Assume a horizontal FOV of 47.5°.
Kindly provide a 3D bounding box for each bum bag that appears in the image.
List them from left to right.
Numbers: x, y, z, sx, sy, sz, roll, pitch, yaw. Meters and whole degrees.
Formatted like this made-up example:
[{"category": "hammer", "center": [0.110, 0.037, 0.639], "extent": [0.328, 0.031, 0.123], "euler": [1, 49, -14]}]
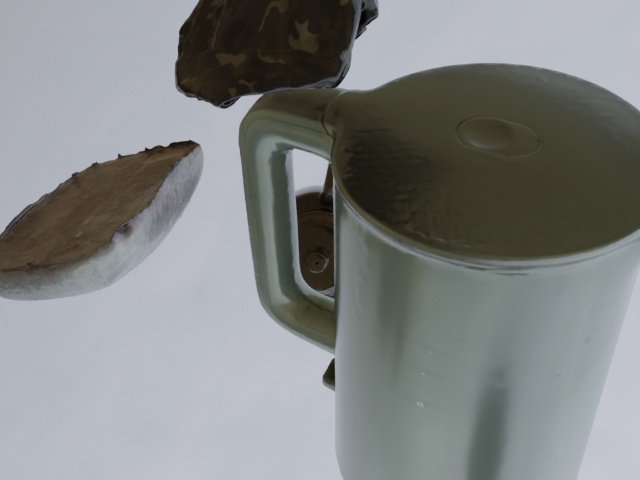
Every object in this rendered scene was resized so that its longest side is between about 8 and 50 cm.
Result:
[{"category": "bum bag", "center": [0.003, -0.171, 0.404], "extent": [0.102, 0.069, 0.248], "euler": [8, -112, 41]}]

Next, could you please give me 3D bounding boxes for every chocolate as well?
[{"category": "chocolate", "center": [-0.256, -0.019, 0.869], "extent": [0.185, 0.101, 0.303], "euler": [-4, -154, 16]}]

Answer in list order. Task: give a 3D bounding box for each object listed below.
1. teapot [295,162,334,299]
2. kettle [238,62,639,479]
[{"category": "teapot", "center": [0.000, 0.000, 1.162], "extent": [0.175, 0.185, 0.268], "euler": [-90, -171, -75]}, {"category": "kettle", "center": [0.091, 0.043, 0.538], "extent": [0.205, 0.318, 0.265], "euler": [-24, -133, -19]}]
